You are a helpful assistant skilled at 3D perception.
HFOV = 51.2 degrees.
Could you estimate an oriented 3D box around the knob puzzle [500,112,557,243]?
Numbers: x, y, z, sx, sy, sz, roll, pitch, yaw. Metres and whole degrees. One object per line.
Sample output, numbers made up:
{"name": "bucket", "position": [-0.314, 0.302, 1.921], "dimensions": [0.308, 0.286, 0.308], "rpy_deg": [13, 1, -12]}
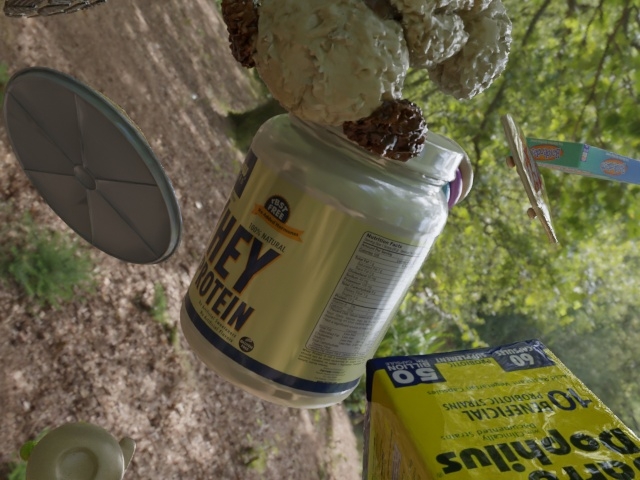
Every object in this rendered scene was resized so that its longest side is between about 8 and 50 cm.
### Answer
{"name": "knob puzzle", "position": [0.310, -0.113, 1.034], "dimensions": [0.213, 0.030, 0.213], "rpy_deg": [44, 36, -44]}

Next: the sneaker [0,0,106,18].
{"name": "sneaker", "position": [-0.241, -0.307, 0.624], "dimensions": [0.107, 0.279, 0.118], "rpy_deg": [-19, 86, -39]}

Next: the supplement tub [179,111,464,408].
{"name": "supplement tub", "position": [0.000, 0.000, 0.771], "dimensions": [0.235, 0.325, 0.235], "rpy_deg": [24, 16, -7]}

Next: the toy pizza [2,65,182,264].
{"name": "toy pizza", "position": [-0.196, -0.063, 0.589], "dimensions": [0.032, 0.201, 0.201], "rpy_deg": [-49, 115, -38]}

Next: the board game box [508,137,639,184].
{"name": "board game box", "position": [0.490, -0.151, 1.267], "dimensions": [0.210, 0.047, 0.160], "rpy_deg": [7, 8, -33]}

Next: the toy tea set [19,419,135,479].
{"name": "toy tea set", "position": [-0.158, 0.323, 0.646], "dimensions": [0.336, 0.124, 0.200], "rpy_deg": [26, 54, -11]}

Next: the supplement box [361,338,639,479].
{"name": "supplement box", "position": [0.176, 0.262, 0.567], "dimensions": [0.356, 0.194, 0.195], "rpy_deg": [-121, -151, -64]}

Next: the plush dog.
{"name": "plush dog", "position": [0.041, -0.199, 0.589], "dimensions": [0.262, 0.225, 0.210], "rpy_deg": [36, -10, 1]}

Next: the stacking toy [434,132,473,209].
{"name": "stacking toy", "position": [0.120, -0.056, 1.090], "dimensions": [0.330, 0.141, 0.141], "rpy_deg": [-39, 102, -43]}
